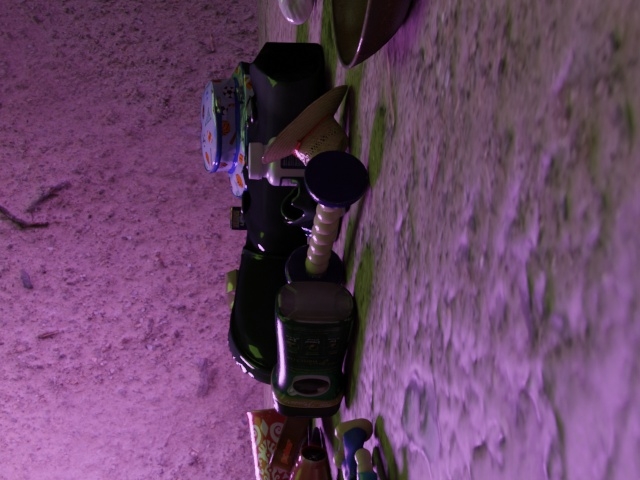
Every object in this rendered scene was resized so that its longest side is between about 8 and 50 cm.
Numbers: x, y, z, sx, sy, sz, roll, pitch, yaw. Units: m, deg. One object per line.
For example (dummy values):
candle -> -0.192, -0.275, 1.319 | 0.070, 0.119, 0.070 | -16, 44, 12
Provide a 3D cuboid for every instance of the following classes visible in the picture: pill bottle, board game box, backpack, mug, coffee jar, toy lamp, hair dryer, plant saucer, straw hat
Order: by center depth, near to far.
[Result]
plant saucer -> 0.048, -0.308, 0.756 | 0.310, 0.050, 0.311 | 180, 90, -83
toy lamp -> 0.000, 0.000, 1.041 | 0.275, 0.080, 0.080 | 99, 169, -58
coffee jar -> -0.012, 0.140, 1.067 | 0.079, 0.096, 0.184 | -94, 8, -51
straw hat -> 0.000, -0.122, 1.075 | 0.061, 0.144, 0.144 | 48, 167, 5
pill bottle -> -0.037, -0.108, 1.177 | 0.067, 0.120, 0.067 | 180, 90, -83
hair dryer -> -0.027, 0.366, 1.263 | 0.293, 0.080, 0.224 | 104, 165, -63
mug -> -0.057, 0.384, 1.544 | 0.113, 0.150, 0.169 | -17, 74, 45
board game box -> -0.106, -0.042, 1.688 | 0.170, 0.141, 0.048 | -161, 71, -84
backpack -> -0.137, -0.216, 1.753 | 0.276, 0.213, 0.263 | 171, 88, -80

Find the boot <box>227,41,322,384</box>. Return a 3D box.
boot -> -0.054, -0.052, 1.343 | 0.367, 0.146, 0.445 | -112, 29, -58

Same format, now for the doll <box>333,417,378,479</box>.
doll -> 0.042, 0.248, 0.817 | 0.189, 0.046, 0.129 | -103, 13, -64

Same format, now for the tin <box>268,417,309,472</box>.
tin -> -0.035, 0.276, 1.299 | 0.190, 0.040, 0.106 | -55, -19, -75

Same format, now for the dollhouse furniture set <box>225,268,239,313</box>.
dollhouse furniture set -> -0.135, 0.062, 1.678 | 0.101, 0.182, 0.161 | -23, 56, 34

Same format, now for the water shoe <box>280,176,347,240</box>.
water shoe -> -0.014, -0.045, 1.146 | 0.203, 0.080, 0.073 | 109, 160, -70

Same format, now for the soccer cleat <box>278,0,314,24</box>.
soccer cleat -> -0.035, -0.454, 1.418 | 0.076, 0.068, 0.196 | -115, 28, -67
